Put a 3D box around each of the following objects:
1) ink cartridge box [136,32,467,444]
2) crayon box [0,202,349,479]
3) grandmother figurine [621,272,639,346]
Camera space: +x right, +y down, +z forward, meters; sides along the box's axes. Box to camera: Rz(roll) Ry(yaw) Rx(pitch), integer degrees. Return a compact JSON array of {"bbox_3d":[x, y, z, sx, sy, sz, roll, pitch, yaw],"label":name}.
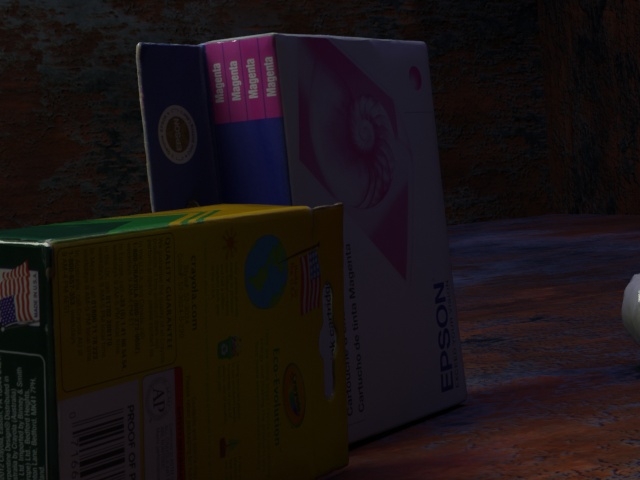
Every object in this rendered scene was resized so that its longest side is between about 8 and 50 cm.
[{"bbox_3d":[0.000,0.000,1.172,0.071,0.324,0.330,-5,3,33],"label":"ink cartridge box"},{"bbox_3d":[-0.093,0.083,0.950,0.081,0.202,0.318,3,6,32],"label":"crayon box"},{"bbox_3d":[0.458,0.061,1.417,0.342,0.104,0.208,-2,-5,-4],"label":"grandmother figurine"}]
